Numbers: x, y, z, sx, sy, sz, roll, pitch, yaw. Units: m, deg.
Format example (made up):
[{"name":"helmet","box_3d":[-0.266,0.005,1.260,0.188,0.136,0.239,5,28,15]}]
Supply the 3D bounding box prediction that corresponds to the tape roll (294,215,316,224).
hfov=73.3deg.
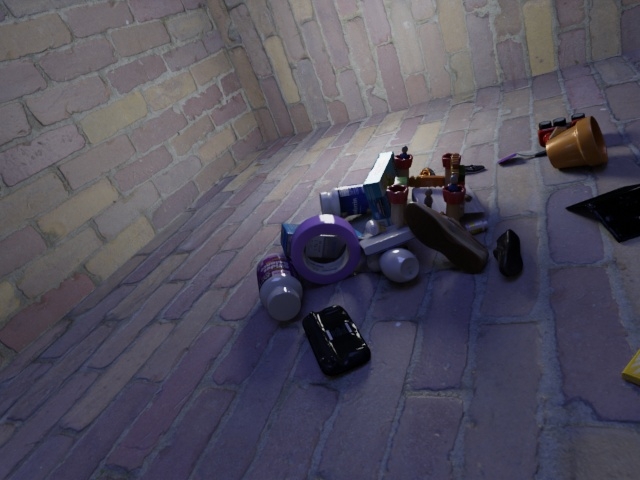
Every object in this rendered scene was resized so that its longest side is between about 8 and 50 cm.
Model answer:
[{"name":"tape roll","box_3d":[-0.058,-0.034,2.129,0.219,0.072,0.219,-18,27,9]}]

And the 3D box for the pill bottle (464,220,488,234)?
[{"name":"pill bottle","box_3d":[0.616,-0.052,1.698,0.083,0.043,0.043,-16,28,10]}]

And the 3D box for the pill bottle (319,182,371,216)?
[{"name":"pill bottle","box_3d":[0.133,-0.197,2.140,0.265,0.153,0.153,-9,27,-3]}]

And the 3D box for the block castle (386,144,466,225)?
[{"name":"block castle","box_3d":[0.449,-0.248,1.808,0.303,0.212,0.453,2,30,14]}]

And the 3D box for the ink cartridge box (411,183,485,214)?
[{"name":"ink cartridge box","box_3d":[0.555,-0.158,1.910,0.261,0.066,0.296,-2,30,5]}]

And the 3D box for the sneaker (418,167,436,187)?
[{"name":"sneaker","box_3d":[0.547,-0.336,2.218,0.084,0.083,0.215,-14,27,19]}]

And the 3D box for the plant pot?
[{"name":"plant pot","box_3d":[1.085,-0.397,1.835,0.188,0.205,0.205,-18,23,43]}]

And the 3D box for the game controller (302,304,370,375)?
[{"name":"game controller","box_3d":[0.046,0.323,1.439,0.167,0.067,0.319,-12,26,-12]}]

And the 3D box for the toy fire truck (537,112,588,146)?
[{"name":"toy fire truck","box_3d":[1.136,-0.499,1.990,0.217,0.158,0.246,-9,28,23]}]

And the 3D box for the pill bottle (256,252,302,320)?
[{"name":"pill bottle","box_3d":[-0.162,0.182,1.709,0.169,0.169,0.301,-23,27,-2]}]

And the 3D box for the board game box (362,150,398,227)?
[{"name":"board game box","box_3d":[0.308,-0.233,2.019,0.079,0.253,0.336,-6,31,26]}]

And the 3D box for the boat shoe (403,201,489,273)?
[{"name":"boat shoe","box_3d":[0.451,-0.024,1.556,0.341,0.121,0.110,43,48,12]}]

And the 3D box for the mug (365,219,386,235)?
[{"name":"mug","box_3d":[0.229,-0.053,1.790,0.078,0.062,0.064,-28,13,5]}]

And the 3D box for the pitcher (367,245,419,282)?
[{"name":"pitcher","box_3d":[0.298,0.075,1.625,0.178,0.125,0.207,-30,17,-16]}]

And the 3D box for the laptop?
[{"name":"laptop","box_3d":[1.049,-0.099,1.500,0.234,0.136,0.264,-21,53,4]}]

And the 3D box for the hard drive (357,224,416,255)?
[{"name":"hard drive","box_3d":[0.263,-0.010,1.762,0.210,0.040,0.318,-21,6,2]}]

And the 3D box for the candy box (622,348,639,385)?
[{"name":"candy box","box_3d":[0.805,0.270,0.997,0.206,0.027,0.105,-35,27,-24]}]

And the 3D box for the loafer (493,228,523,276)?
[{"name":"loafer","box_3d":[0.638,0.054,1.477,0.078,0.080,0.220,-43,10,43]}]

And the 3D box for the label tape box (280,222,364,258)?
[{"name":"label tape box","box_3d":[0.000,0.000,1.902,0.334,0.105,0.240,3,12,-10]}]

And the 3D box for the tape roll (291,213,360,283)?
[{"name":"tape roll","box_3d":[0.019,0.037,1.722,0.275,0.274,0.090,-19,28,6]}]

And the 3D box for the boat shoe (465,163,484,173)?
[{"name":"boat shoe","box_3d":[0.757,-0.363,2.160,0.125,0.038,0.046,-6,32,29]}]

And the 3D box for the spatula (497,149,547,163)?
[{"name":"spatula","box_3d":[1.009,-0.416,2.078,0.296,0.030,0.084,-7,14,23]}]
